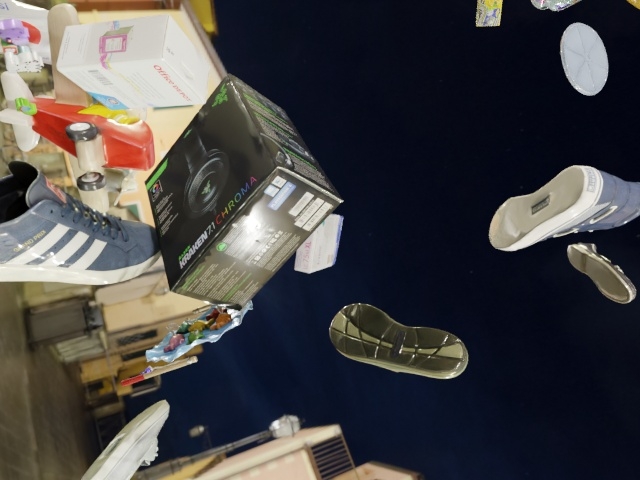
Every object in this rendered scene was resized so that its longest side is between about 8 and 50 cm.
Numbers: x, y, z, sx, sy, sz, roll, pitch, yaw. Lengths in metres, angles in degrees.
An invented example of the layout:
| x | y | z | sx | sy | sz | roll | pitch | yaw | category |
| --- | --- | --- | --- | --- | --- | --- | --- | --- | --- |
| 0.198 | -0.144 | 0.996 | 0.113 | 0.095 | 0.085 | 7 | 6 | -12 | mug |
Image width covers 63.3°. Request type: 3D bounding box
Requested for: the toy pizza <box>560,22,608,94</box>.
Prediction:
| x | y | z | sx | sy | sz | roll | pitch | yaw | category |
| --- | --- | --- | --- | --- | --- | --- | --- | --- | --- |
| 0.723 | -0.499 | 1.438 | 0.032 | 0.201 | 0.201 | -7 | -84 | 61 | toy pizza |

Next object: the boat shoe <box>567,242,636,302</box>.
| x | y | z | sx | sy | sz | roll | pitch | yaw | category |
| --- | --- | --- | --- | --- | --- | --- | --- | --- | --- |
| 0.626 | 0.061 | 1.135 | 0.206 | 0.065 | 0.075 | -110 | -172 | -62 | boat shoe |

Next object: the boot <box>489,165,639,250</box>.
| x | y | z | sx | sy | sz | roll | pitch | yaw | category |
| --- | --- | --- | --- | --- | --- | --- | --- | --- | --- |
| 0.282 | -0.024 | 0.610 | 0.190 | 0.086 | 0.069 | 135 | -34 | -71 | boot |

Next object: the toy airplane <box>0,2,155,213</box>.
| x | y | z | sx | sy | sz | roll | pitch | yaw | category |
| --- | --- | --- | --- | --- | --- | --- | --- | --- | --- |
| -0.541 | -0.278 | 1.211 | 0.386 | 0.272 | 0.384 | -26 | -83 | 46 | toy airplane |

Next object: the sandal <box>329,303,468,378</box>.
| x | y | z | sx | sy | sz | roll | pitch | yaw | category |
| --- | --- | --- | --- | --- | --- | --- | --- | --- | --- |
| 0.147 | 0.219 | 1.055 | 0.303 | 0.120 | 0.086 | 15 | -30 | 33 | sandal |

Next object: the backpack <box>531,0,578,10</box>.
| x | y | z | sx | sy | sz | roll | pitch | yaw | category |
| --- | --- | --- | --- | --- | --- | --- | --- | --- | --- |
| 0.482 | -0.575 | 0.952 | 0.254 | 0.225 | 0.191 | -23 | -134 | 30 | backpack |

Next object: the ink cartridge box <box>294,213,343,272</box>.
| x | y | z | sx | sy | sz | roll | pitch | yaw | category |
| --- | --- | --- | --- | --- | --- | --- | --- | --- | --- |
| 0.000 | 0.000 | 1.726 | 0.065 | 0.311 | 0.185 | 10 | -85 | 18 | ink cartridge box |

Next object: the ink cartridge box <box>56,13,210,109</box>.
| x | y | z | sx | sy | sz | roll | pitch | yaw | category |
| --- | --- | --- | --- | --- | --- | --- | --- | --- | --- |
| -0.189 | -0.181 | 0.541 | 0.088 | 0.123 | 0.052 | 44 | 50 | -69 | ink cartridge box |

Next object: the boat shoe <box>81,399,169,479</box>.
| x | y | z | sx | sy | sz | roll | pitch | yaw | category |
| --- | --- | --- | --- | --- | --- | --- | --- | --- | --- |
| -0.378 | 0.428 | 1.057 | 0.079 | 0.227 | 0.081 | -23 | -73 | 37 | boat shoe |

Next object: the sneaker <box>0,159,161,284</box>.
| x | y | z | sx | sy | sz | roll | pitch | yaw | category |
| --- | --- | --- | --- | --- | --- | --- | --- | --- | --- |
| -0.366 | -0.029 | 0.725 | 0.131 | 0.350 | 0.148 | 39 | -65 | 32 | sneaker |

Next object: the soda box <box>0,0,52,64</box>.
| x | y | z | sx | sy | sz | roll | pitch | yaw | category |
| --- | --- | --- | --- | --- | --- | --- | --- | --- | --- |
| -0.709 | -0.491 | 1.206 | 0.091 | 0.286 | 0.098 | -44 | -116 | 33 | soda box |

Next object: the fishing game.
| x | y | z | sx | sy | sz | roll | pitch | yaw | category |
| --- | --- | --- | --- | --- | --- | --- | --- | --- | --- |
| -0.197 | 0.135 | 0.834 | 0.041 | 0.189 | 0.264 | 65 | 21 | -11 | fishing game |

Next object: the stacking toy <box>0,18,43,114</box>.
| x | y | z | sx | sy | sz | roll | pitch | yaw | category |
| --- | --- | --- | --- | --- | --- | --- | --- | --- | --- |
| -0.516 | -0.333 | 0.887 | 0.221 | 0.052 | 0.166 | -25 | -101 | 62 | stacking toy |

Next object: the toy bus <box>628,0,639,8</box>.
| x | y | z | sx | sy | sz | roll | pitch | yaw | category |
| --- | --- | --- | --- | --- | --- | --- | --- | --- | --- |
| 0.330 | -0.329 | 0.516 | 0.191 | 0.202 | 0.104 | 96 | -21 | -50 | toy bus |

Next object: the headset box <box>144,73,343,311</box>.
| x | y | z | sx | sy | sz | roll | pitch | yaw | category |
| --- | --- | --- | --- | --- | --- | --- | --- | --- | --- |
| -0.137 | -0.083 | 0.808 | 0.246 | 0.131 | 0.283 | -46 | -135 | 19 | headset box |

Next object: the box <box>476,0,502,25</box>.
| x | y | z | sx | sy | sz | roll | pitch | yaw | category |
| --- | --- | --- | --- | --- | --- | --- | --- | --- | --- |
| 0.425 | -0.624 | 1.292 | 0.054 | 0.059 | 0.168 | -58 | 150 | -63 | box |
